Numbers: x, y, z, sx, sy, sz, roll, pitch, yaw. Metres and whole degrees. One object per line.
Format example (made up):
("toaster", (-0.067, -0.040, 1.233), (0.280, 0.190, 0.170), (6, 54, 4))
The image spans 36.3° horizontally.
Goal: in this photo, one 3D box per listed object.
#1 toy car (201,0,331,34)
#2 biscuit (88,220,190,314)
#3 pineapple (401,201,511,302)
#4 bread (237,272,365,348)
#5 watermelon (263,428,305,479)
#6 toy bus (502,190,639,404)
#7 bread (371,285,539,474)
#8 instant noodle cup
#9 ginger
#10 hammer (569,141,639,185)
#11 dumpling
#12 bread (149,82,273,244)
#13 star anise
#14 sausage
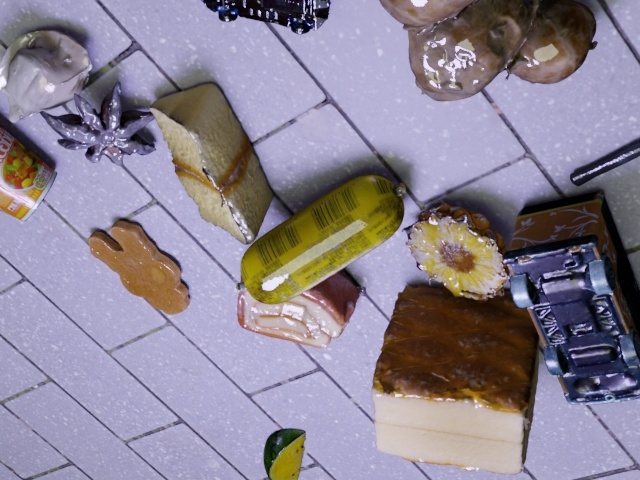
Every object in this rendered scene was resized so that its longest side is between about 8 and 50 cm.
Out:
("toy car", (-0.084, -0.374, 1.453), (0.216, 0.063, 0.103), (14, 133, 16))
("biscuit", (-0.353, 0.058, 1.953), (0.144, 0.040, 0.236), (-18, 123, 40))
("pineapple", (0.243, 0.020, 1.659), (0.221, 0.047, 0.221), (26, 143, 22))
("bread", (-0.045, 0.109, 1.827), (0.244, 0.123, 0.190), (9, 131, 11))
("watermelon", (-0.089, 0.503, 2.222), (0.092, 0.075, 0.181), (14, 132, 3))
("toy bus", (0.431, 0.096, 1.591), (0.162, 0.194, 0.323), (-13, 121, 29))
("bread", (0.247, 0.240, 1.728), (0.279, 0.279, 0.207), (2, 132, 15))
("instant noodle cup", (-0.598, -0.129, 1.805), (0.185, 0.168, 0.168), (35, 133, -21))
("ginger", (0.187, -0.325, 1.298), (0.256, 0.176, 0.375), (-22, 136, 33))
("hammer", (0.482, -0.144, 1.474), (0.246, 0.029, 0.103), (-26, 118, 37))
("dumpling", (-0.476, -0.284, 1.649), (0.199, 0.118, 0.136), (-35, 94, 19))
("bread", (-0.179, -0.129, 1.676), (0.142, 0.178, 0.266), (-31, 127, -4))
("star anise", (-0.367, -0.193, 1.680), (0.180, 0.061, 0.204), (-37, 136, 17))
("sausage", (0.000, 0.000, 1.659), (0.347, 0.123, 0.123), (-31, 116, 13))
